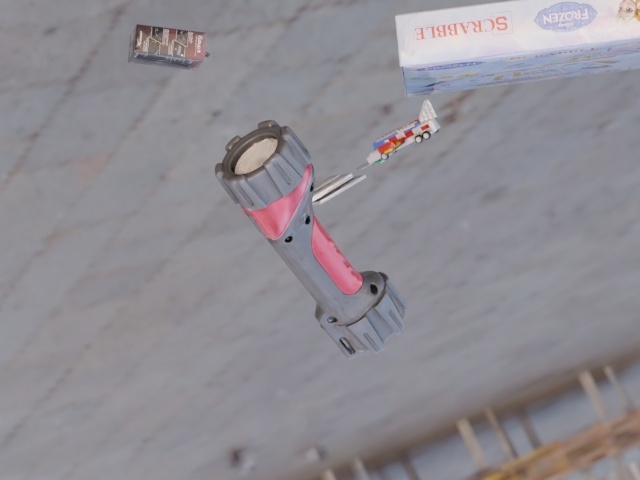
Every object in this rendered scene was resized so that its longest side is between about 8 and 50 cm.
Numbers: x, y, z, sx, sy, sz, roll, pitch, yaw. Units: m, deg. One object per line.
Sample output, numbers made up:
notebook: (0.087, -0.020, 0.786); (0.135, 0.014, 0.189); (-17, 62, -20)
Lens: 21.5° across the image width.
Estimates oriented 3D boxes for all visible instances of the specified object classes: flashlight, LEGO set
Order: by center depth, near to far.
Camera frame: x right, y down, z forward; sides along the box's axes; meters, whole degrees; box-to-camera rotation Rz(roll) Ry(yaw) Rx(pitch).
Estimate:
flashlight: (0.000, 0.000, 1.925); (0.103, 0.103, 0.304); (-12, 132, 35)
LEGO set: (0.071, -0.128, 2.392); (0.244, 0.060, 0.182); (-31, -173, -12)

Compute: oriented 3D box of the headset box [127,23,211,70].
headset box: (-0.157, -0.202, 1.772); (0.083, 0.032, 0.062); (7, 174, -13)

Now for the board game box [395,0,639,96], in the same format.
board game box: (0.253, -0.241, 2.059); (0.319, 0.066, 0.318); (-7, 178, 3)
